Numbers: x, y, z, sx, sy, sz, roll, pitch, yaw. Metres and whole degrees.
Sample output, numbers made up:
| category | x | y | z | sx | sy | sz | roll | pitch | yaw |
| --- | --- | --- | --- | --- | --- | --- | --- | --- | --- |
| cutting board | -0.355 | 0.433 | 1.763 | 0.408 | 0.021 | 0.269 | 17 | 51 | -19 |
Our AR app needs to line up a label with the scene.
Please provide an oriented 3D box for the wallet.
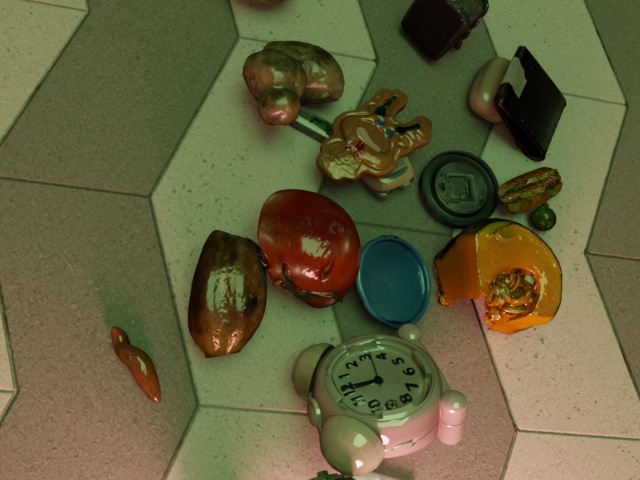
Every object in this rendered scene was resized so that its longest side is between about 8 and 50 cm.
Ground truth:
| category | x | y | z | sx | sy | sz | roll | pitch | yaw |
| --- | --- | --- | --- | --- | --- | --- | --- | --- | --- |
| wallet | 0.597 | -0.385 | 1.997 | 0.262 | 0.071 | 0.220 | 41 | 67 | -32 |

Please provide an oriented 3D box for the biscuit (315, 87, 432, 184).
| category | x | y | z | sx | sy | sz | roll | pitch | yaw |
| --- | --- | --- | --- | --- | --- | --- | --- | --- | --- |
| biscuit | 0.134 | -0.265 | 1.835 | 0.334 | 0.047 | 0.202 | -36 | 82 | -19 |

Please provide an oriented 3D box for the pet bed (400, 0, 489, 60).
| category | x | y | z | sx | sy | sz | roll | pitch | yaw |
| --- | --- | --- | --- | --- | --- | --- | --- | --- | --- |
| pet bed | 0.356 | -0.647 | 2.005 | 0.183 | 0.211 | 0.159 | 47 | 60 | 5 |

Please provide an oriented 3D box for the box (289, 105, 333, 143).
| category | x | y | z | sx | sy | sz | roll | pitch | yaw |
| --- | --- | --- | --- | --- | --- | --- | --- | --- | --- |
| box | -0.045 | -0.323 | 1.901 | 0.207 | 0.041 | 0.049 | 29 | 66 | -3 |

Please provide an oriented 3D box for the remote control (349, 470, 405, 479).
| category | x | y | z | sx | sy | sz | roll | pitch | yaw |
| --- | --- | --- | --- | --- | --- | --- | --- | --- | --- |
| remote control | 0.143 | 0.580 | 1.669 | 0.162 | 0.029 | 0.061 | 18 | 72 | -7 |

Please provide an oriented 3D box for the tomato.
| category | x | y | z | sx | sy | sz | roll | pitch | yaw |
| --- | --- | --- | --- | --- | --- | --- | --- | --- | --- |
| tomato | 0.003 | 0.002 | 1.688 | 0.309 | 0.170 | 0.308 | 24 | 58 | -45 |

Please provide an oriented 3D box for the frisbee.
| category | x | y | z | sx | sy | sz | roll | pitch | yaw |
| --- | --- | --- | --- | --- | --- | --- | --- | --- | --- |
| frisbee | 0.181 | 0.106 | 1.799 | 0.242 | 0.045 | 0.242 | 10 | 71 | -31 |

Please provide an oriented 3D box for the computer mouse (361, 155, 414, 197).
| category | x | y | z | sx | sy | sz | roll | pitch | yaw |
| --- | --- | --- | --- | --- | --- | --- | --- | --- | --- |
| computer mouse | 0.150 | -0.230 | 1.894 | 0.145 | 0.082 | 0.236 | -29 | 80 | -20 |

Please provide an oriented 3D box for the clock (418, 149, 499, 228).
| category | x | y | z | sx | sy | sz | roll | pitch | yaw |
| --- | --- | --- | --- | --- | --- | --- | --- | --- | --- |
| clock | 0.379 | -0.139 | 1.938 | 0.226 | 0.049 | 0.225 | 4 | 71 | -11 |

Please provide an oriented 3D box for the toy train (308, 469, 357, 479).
| category | x | y | z | sx | sy | sz | roll | pitch | yaw |
| --- | --- | --- | --- | --- | --- | --- | --- | --- | --- |
| toy train | -0.080 | 0.580 | 1.480 | 0.398 | 0.253 | 0.160 | -8 | 74 | -4 |

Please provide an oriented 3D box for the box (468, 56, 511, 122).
| category | x | y | z | sx | sy | sz | roll | pitch | yaw |
| --- | --- | --- | --- | --- | --- | --- | --- | --- | --- |
| box | 0.510 | -0.435 | 2.037 | 0.146 | 0.088 | 0.200 | 29 | 70 | -5 |

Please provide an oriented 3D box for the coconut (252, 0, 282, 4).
| category | x | y | z | sx | sy | sz | roll | pitch | yaw |
| --- | --- | --- | --- | --- | --- | --- | --- | --- | --- |
| coconut | -0.153 | -0.752 | 1.909 | 0.225 | 0.224 | 0.224 | 4 | 72 | -12 |

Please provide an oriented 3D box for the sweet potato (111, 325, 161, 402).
| category | x | y | z | sx | sy | sz | roll | pitch | yaw |
| --- | --- | --- | --- | --- | --- | --- | --- | --- | --- |
| sweet potato | -0.418 | 0.282 | 1.619 | 0.058 | 0.055 | 0.202 | -33 | 84 | -19 |

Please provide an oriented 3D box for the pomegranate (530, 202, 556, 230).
| category | x | y | z | sx | sy | sz | roll | pitch | yaw |
| --- | --- | --- | --- | --- | --- | --- | --- | --- | --- |
| pomegranate | 0.623 | -0.064 | 1.961 | 0.073 | 0.073 | 0.085 | 49 | 52 | 5 |

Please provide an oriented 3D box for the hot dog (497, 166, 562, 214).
| category | x | y | z | sx | sy | sz | roll | pitch | yaw |
| --- | --- | --- | --- | --- | --- | --- | --- | --- | --- |
| hot dog | 0.582 | -0.142 | 1.946 | 0.250 | 0.076 | 0.104 | -19 | 74 | -36 |

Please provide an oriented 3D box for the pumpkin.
| category | x | y | z | sx | sy | sz | roll | pitch | yaw |
| --- | --- | --- | --- | --- | --- | --- | --- | --- | --- |
| pumpkin | 0.459 | 0.086 | 1.803 | 0.303 | 0.225 | 0.256 | 23 | 74 | -11 |

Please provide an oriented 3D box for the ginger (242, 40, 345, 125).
| category | x | y | z | sx | sy | sz | roll | pitch | yaw |
| --- | --- | --- | --- | --- | --- | --- | --- | --- | --- |
| ginger | -0.086 | -0.413 | 1.824 | 0.244 | 0.155 | 0.304 | 43 | 48 | 6 |

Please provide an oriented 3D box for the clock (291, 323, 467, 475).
| category | x | y | z | sx | sy | sz | roll | pitch | yaw |
| --- | --- | --- | --- | --- | --- | --- | --- | --- | --- |
| clock | 0.122 | 0.355 | 1.608 | 0.326 | 0.183 | 0.342 | -9 | 32 | -18 |

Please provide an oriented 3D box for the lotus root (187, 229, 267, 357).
| category | x | y | z | sx | sy | sz | roll | pitch | yaw |
| --- | --- | --- | --- | --- | --- | --- | --- | --- | --- |
| lotus root | -0.214 | 0.132 | 1.649 | 0.193 | 0.193 | 0.290 | 9 | 71 | -10 |
